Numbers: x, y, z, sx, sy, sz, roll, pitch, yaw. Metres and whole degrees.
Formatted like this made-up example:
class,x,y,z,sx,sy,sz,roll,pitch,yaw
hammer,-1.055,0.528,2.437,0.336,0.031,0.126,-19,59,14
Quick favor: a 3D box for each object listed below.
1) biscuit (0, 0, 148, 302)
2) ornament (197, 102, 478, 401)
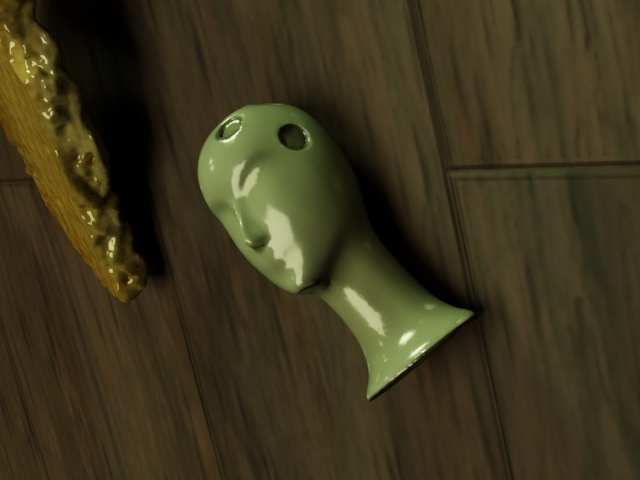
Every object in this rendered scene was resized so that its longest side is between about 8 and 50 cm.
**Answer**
class,x,y,z,sx,sy,sz,roll,pitch,yaw
biscuit,-0.170,-0.073,0.761,0.144,0.033,0.224,34,149,51
ornament,0.000,0.000,0.610,0.156,0.081,0.075,52,134,10
